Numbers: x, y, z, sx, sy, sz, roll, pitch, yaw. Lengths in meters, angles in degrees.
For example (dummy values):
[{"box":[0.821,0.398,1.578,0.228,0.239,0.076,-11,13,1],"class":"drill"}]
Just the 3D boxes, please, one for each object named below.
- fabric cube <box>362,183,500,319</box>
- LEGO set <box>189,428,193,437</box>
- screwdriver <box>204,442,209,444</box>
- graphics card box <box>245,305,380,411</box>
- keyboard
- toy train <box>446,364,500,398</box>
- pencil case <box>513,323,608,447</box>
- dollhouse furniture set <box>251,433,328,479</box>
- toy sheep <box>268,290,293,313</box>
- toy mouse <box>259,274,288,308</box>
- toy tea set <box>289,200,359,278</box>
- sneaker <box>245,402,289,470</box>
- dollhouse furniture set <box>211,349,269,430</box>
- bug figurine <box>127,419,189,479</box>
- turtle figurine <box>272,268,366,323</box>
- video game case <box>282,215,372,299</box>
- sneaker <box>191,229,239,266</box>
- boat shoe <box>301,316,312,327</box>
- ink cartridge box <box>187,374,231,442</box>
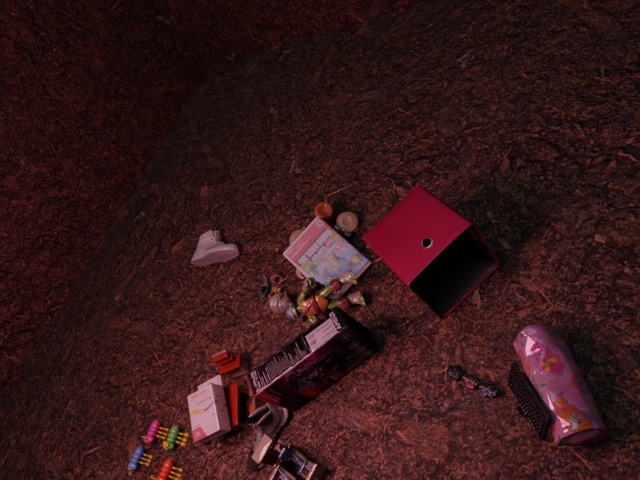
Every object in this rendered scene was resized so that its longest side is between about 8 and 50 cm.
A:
[{"box":[0.337,0.032,1.430,0.254,0.259,0.258,-44,42,4],"class":"fabric cube"},{"box":[-0.458,0.707,1.724,0.083,0.023,0.054,-37,43,10],"class":"LEGO set"},{"box":[-0.413,0.670,1.724,0.025,0.024,0.170,-4,44,1],"class":"screwdriver"},{"box":[-0.019,0.383,1.467,0.371,0.233,0.094,-39,46,7],"class":"graphics card box"},{"box":[0.502,0.399,1.137,0.023,0.108,0.180,-7,28,-1],"class":"keyboard"},{"box":[0.414,0.388,1.273,0.158,0.027,0.036,21,77,45],"class":"toy train"},{"box":[0.569,0.342,1.125,0.124,0.124,0.284,-28,45,19],"class":"pencil case"},{"box":[-0.101,0.672,1.351,0.129,0.184,0.129,17,71,44],"class":"dollhouse furniture set"},{"box":[-0.151,0.240,1.785,0.132,0.091,0.091,-2,58,51],"class":"toy sheep"},{"box":[-0.197,0.188,1.900,0.161,0.031,0.143,-47,43,-1],"class":"toy mouse"},{"box":[0.000,0.000,1.856,0.200,0.124,0.336,38,82,18],"class":"toy tea set"},{"box":[-0.205,0.622,1.499,0.086,0.132,0.228,17,77,45],"class":"sneaker"},{"box":[-0.324,0.539,1.661,0.262,0.135,0.259,-27,46,20],"class":"dollhouse furniture set"},{"box":[-0.617,0.794,1.750,0.279,0.072,0.216,-3,58,37],"class":"bug figurine"},{"box":[0.013,0.217,1.556,0.266,0.274,0.197,-24,72,-2],"class":"turtle figurine"},{"box":[0.022,0.068,1.737,0.285,0.025,0.204,42,89,22],"class":"video game case"},{"box":[-0.491,0.014,2.206,0.293,0.108,0.169,-13,55,33],"class":"sneaker"},{"box":[-0.046,0.256,1.720,0.050,0.045,0.135,-25,47,21],"class":"boat shoe"},{"box":[-0.385,0.569,1.588,0.115,0.067,0.198,-31,56,17],"class":"ink cartridge box"}]
